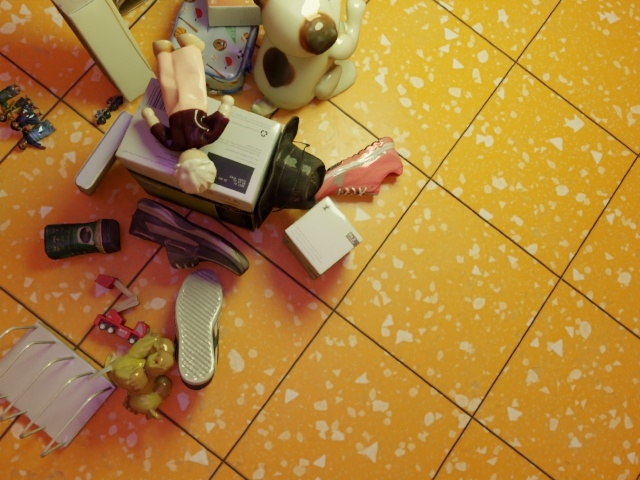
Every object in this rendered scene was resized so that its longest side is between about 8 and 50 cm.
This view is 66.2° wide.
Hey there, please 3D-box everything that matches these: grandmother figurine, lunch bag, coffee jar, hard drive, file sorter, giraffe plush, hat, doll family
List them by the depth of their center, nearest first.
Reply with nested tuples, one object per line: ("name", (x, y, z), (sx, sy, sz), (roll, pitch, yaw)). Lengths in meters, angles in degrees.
("grandmother figurine", (-0.285, -0.271, 1.077), (0.207, 0.104, 0.343), (-10, 82, 19))
("file sorter", (-0.699, 0.363, 1.217), (0.277, 0.173, 0.193), (39, 79, 1))
("giraffe plush", (-0.445, 0.363, 1.242), (0.210, 0.181, 0.171), (-23, 114, -7))
("hard drive", (-0.551, -0.212, 1.258), (0.040, 0.307, 0.203), (34, 78, -21))
("hat", (-0.061, -0.158, 1.285), (0.133, 0.331, 0.332), (18, 80, -1))
("coffee jar", (-0.638, -0.005, 1.328), (0.184, 0.079, 0.096), (-6, 79, -6))
("doll family", (-0.834, -0.339, 1.365), (0.111, 0.076, 0.193), (-42, 90, -15))
("lunch bag", (-0.305, -0.583, 1.442), (0.242, 0.115, 0.304), (14, 79, -6))

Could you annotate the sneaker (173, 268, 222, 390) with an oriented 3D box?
("sneaker", (-0.330, 0.239, 1.311), (0.126, 0.128, 0.321), (5, 56, -11))

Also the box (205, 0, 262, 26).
("box", (-0.235, -0.682, 1.370), (0.170, 0.091, 0.130), (-8, 82, -14))

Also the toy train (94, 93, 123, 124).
("toy train", (-0.600, -0.400, 1.422), (0.036, 0.027, 0.158), (35, 79, 4))

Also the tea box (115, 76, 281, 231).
("tea box", (-0.291, -0.201, 1.272), (0.328, 0.323, 0.220), (20, 77, -3))

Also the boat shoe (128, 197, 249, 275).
("boat shoe", (-0.361, 0.016, 1.344), (0.355, 0.132, 0.130), (29, 89, 8))

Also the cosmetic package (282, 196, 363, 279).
("cosmetic package", (0.000, 0.000, 1.344), (0.151, 0.184, 0.151), (-39, 86, -11))

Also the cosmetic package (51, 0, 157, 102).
("cosmetic package", (-0.567, -0.533, 1.289), (0.113, 0.309, 0.160), (-40, 70, -10))

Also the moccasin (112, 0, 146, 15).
("moccasin", (-0.463, -0.792, 1.443), (0.379, 0.139, 0.147), (-33, 87, -10))

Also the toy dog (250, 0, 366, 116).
("toy dog", (-0.066, -0.546, 1.310), (0.395, 0.408, 0.285), (-38, 86, -11))

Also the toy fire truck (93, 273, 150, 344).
("toy fire truck", (-0.535, 0.187, 1.325), (0.191, 0.047, 0.135), (27, 78, -2))

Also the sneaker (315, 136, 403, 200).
("sneaker", (0.107, -0.176, 1.420), (0.313, 0.116, 0.136), (-31, 89, -9))
